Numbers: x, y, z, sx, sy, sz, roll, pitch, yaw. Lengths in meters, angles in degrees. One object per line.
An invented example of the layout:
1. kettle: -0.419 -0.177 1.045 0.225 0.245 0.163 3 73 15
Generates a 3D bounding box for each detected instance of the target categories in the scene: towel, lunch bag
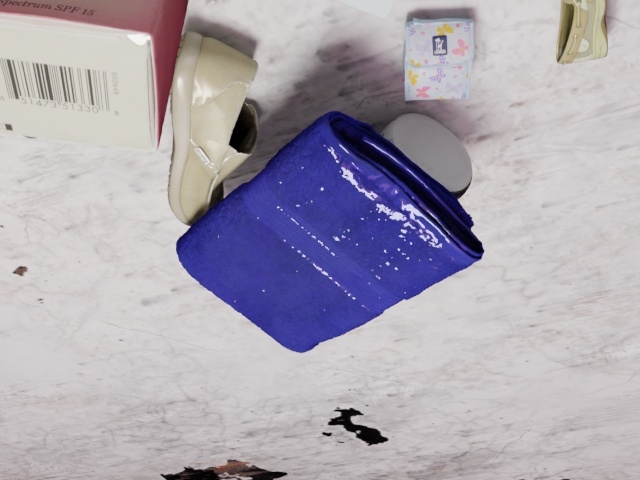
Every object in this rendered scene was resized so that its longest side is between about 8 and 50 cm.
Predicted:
1. towel: 0.000 0.000 0.893 0.228 0.076 0.308 40 133 -17
2. lunch bag: 0.119 -0.187 0.813 0.071 0.053 0.083 -1 135 1

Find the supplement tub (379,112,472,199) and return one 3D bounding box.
1. supplement tub: 0.081 -0.052 0.944 0.117 0.116 0.190 19 140 -23

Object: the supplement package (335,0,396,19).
1. supplement package: -0.003 -0.307 0.569 0.203 0.149 0.194 15 142 -18

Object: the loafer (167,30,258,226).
1. loafer: -0.117 -0.107 0.889 0.092 0.101 0.268 9 143 0

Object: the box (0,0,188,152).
1. box: -0.190 -0.202 0.649 0.149 0.232 0.126 5 143 -5

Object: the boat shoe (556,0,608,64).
1. boat shoe: 0.241 -0.226 0.754 0.048 0.056 0.153 -15 148 14
